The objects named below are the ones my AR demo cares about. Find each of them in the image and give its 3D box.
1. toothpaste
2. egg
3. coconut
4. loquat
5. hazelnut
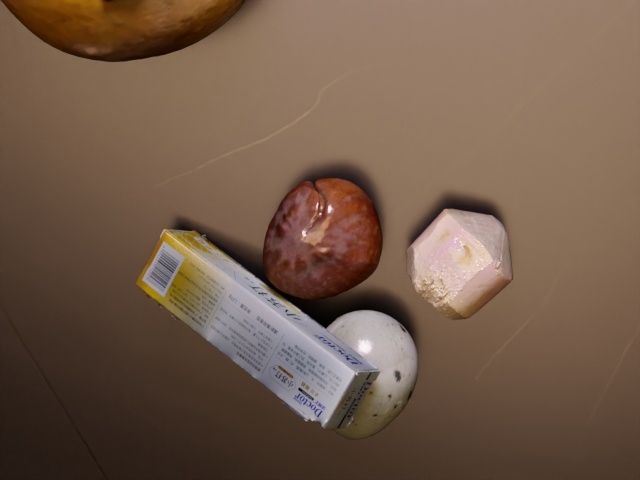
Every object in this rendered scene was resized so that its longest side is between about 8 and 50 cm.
[{"bbox_3d":[-0.077,0.100,1.794,0.313,0.071,0.089,36,103,26],"label":"toothpaste"},{"bbox_3d":[0.048,0.162,1.838,0.131,0.131,0.164,20,112,0],"label":"egg"},{"bbox_3d":[0.170,0.022,1.806,0.116,0.116,0.122,42,102,-5],"label":"coconut"},{"bbox_3d":[-0.209,-0.347,1.641,0.328,0.359,0.328,-6,107,-19],"label":"loquat"},{"bbox_3d":[0.000,0.000,1.804,0.154,0.143,0.143,-44,95,13],"label":"hazelnut"}]
